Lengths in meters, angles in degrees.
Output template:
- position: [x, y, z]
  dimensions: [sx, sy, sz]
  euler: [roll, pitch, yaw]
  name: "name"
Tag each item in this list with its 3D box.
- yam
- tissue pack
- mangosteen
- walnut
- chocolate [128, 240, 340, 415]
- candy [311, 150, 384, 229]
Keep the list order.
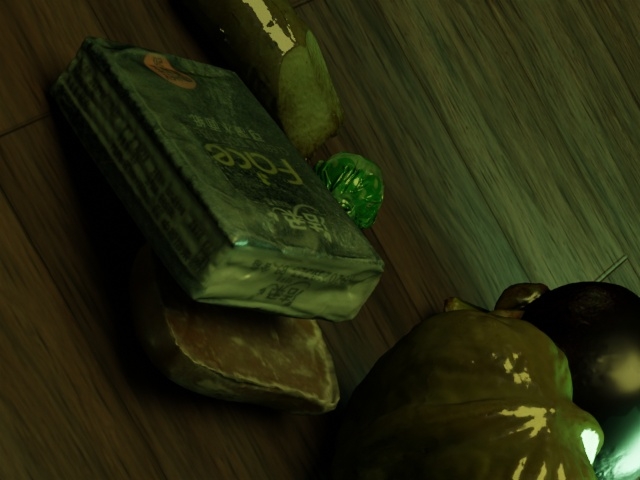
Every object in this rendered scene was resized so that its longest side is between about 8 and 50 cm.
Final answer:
- position: [-0.057, -0.211, 2.142]
  dimensions: [0.259, 0.106, 0.106]
  euler: [52, 38, -11]
  name: "yam"
- position: [-0.103, -0.059, 1.902]
  dimensions: [0.228, 0.103, 0.315]
  euler: [8, 36, -48]
  name: "tissue pack"
- position: [0.268, 0.153, 2.203]
  dimensions: [0.302, 0.275, 0.275]
  euler: [33, 35, 13]
  name: "mangosteen"
- position: [0.153, 0.226, 1.976]
  dimensions: [0.253, 0.277, 0.282]
  euler: [33, 49, -17]
  name: "walnut"
- position: [-0.097, 0.101, 1.913]
  dimensions: [0.254, 0.080, 0.157]
  euler: [20, 42, -49]
  name: "chocolate"
- position: [0.002, -0.001, 2.047]
  dimensions: [0.097, 0.097, 0.323]
  euler: [52, 28, -14]
  name: "candy"
